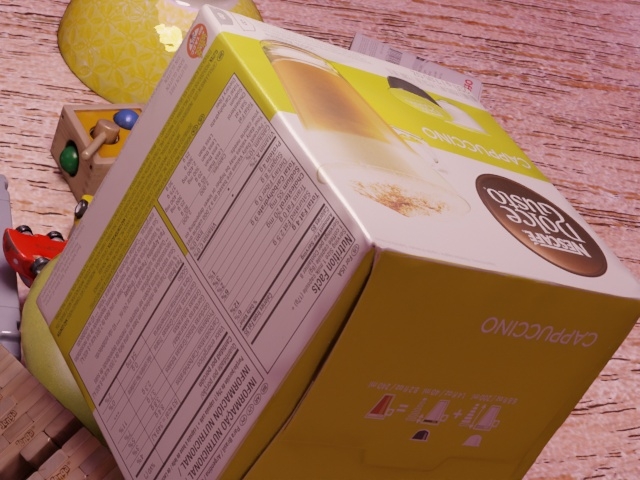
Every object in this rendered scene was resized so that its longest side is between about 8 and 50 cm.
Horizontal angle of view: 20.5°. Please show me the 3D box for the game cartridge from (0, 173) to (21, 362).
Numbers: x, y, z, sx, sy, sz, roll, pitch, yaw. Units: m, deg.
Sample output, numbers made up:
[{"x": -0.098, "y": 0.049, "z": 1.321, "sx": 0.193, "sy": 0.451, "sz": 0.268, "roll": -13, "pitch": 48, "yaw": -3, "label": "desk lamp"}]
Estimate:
[{"x": -0.424, "y": 0.018, "z": 1.877, "sx": 0.198, "sy": 0.062, "sz": 0.297, "roll": 5, "pitch": 40, "yaw": -17, "label": "game cartridge"}]

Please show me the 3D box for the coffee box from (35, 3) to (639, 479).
[{"x": 0.011, "y": 0.055, "z": 1.551, "sx": 0.338, "sy": 0.338, "sz": 0.334, "roll": 11, "pitch": 31, "yaw": -40, "label": "coffee box"}]

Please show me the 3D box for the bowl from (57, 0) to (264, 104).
[{"x": -0.185, "y": -0.297, "z": 2.317, "sx": 0.289, "sy": 0.156, "sz": 0.289, "roll": 15, "pitch": 36, "yaw": -12, "label": "bowl"}]

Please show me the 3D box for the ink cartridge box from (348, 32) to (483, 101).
[{"x": 0.113, "y": -0.189, "z": 2.404, "sx": 0.191, "sy": 0.082, "sz": 0.139, "roll": 22, "pitch": 37, "yaw": -4, "label": "ink cartridge box"}]

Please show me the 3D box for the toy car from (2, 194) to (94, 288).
[{"x": -0.224, "y": 0.053, "z": 1.922, "sx": 0.225, "sy": 0.053, "sz": 0.239, "roll": 39, "pitch": 21, "yaw": 6, "label": "toy car"}]

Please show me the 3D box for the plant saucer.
[{"x": -0.191, "y": 0.104, "z": 1.821, "sx": 0.241, "sy": 0.037, "sz": 0.241, "roll": 16, "pitch": 59, "yaw": -29, "label": "plant saucer"}]

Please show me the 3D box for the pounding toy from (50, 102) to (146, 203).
[{"x": -0.250, "y": -0.105, "z": 2.085, "sx": 0.141, "sy": 0.100, "sz": 0.130, "roll": -4, "pitch": 44, "yaw": -33, "label": "pounding toy"}]

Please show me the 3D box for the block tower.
[{"x": -0.233, "y": 0.213, "z": 1.604, "sx": 0.091, "sy": 0.097, "sz": 0.335, "roll": -44, "pitch": 44, "yaw": -10, "label": "block tower"}]
